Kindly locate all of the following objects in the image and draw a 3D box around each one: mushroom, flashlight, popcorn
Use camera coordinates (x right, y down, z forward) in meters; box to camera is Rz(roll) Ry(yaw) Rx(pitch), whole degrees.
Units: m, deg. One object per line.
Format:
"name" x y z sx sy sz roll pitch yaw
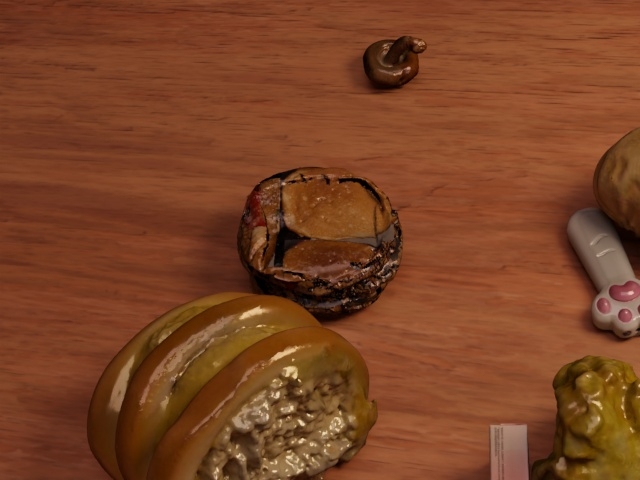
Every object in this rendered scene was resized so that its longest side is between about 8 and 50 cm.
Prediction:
"mushroom" 0.119 -0.273 1.748 0.088 0.072 0.129 -28 15 -29
"flashlight" 0.369 0.034 1.460 0.093 0.047 0.200 -15 50 1
"popcorn" 0.313 0.218 1.237 0.156 0.197 0.197 14 55 23

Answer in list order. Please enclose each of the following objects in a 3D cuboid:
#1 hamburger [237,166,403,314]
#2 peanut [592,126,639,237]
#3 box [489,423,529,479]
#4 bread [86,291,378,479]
"hamburger" 0.000 0.000 1.537 0.231 0.107 0.231 -5 47 5
"peanut" 0.529 -0.044 1.410 0.387 0.169 0.192 12 61 21
"box" 0.210 0.277 1.268 0.043 0.089 0.125 -3 52 10
"bread" -0.112 0.183 1.342 0.316 0.211 0.270 -33 51 -18
